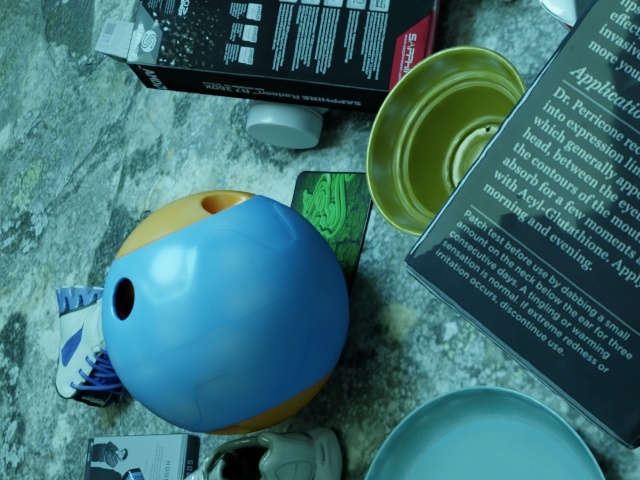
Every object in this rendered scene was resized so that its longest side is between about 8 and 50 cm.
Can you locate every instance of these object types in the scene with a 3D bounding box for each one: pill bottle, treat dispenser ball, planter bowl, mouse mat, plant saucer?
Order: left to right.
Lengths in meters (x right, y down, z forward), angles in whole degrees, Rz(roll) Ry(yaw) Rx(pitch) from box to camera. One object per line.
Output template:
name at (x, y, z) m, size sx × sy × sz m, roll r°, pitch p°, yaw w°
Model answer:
treat dispenser ball at (-0.110, 0.083, 1.155) m, size 0.288 × 0.288 × 0.288 m, roll -19°, pitch 62°, yaw 40°
pill bottle at (-0.034, -0.238, 1.325) m, size 0.119 × 0.119 × 0.208 m, roll -1°, pitch 74°, yaw 46°
mouse mat at (0.000, 0.000, 1.284) m, size 0.153 × 0.007 × 0.189 m, roll 5°, pitch 78°, yaw 47°
planter bowl at (0.160, -0.098, 1.091) m, size 0.217 × 0.090 × 0.217 m, roll -15°, pitch 67°, yaw 39°
plant saucer at (0.161, 0.305, 0.975) m, size 0.318 × 0.044 × 0.317 m, roll -18°, pitch 63°, yaw 40°

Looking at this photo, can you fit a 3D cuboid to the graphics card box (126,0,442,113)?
graphics card box at (-0.037, -0.290, 1.228) m, size 0.371 × 0.094 × 0.232 m, roll 7°, pitch 79°, yaw 8°

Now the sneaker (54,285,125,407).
sneaker at (-0.302, 0.157, 1.463) m, size 0.315 × 0.127 × 0.182 m, roll -11°, pitch 71°, yaw 51°

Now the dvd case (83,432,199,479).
dvd case at (-0.265, 0.368, 1.400) m, size 0.239 × 0.030 × 0.179 m, roll -12°, pitch 67°, yaw 42°

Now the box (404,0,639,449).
box at (0.294, -0.078, 0.757) m, size 0.212 × 0.293 × 0.395 m, roll 40°, pitch 105°, yaw 18°

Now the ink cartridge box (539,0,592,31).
ink cartridge box at (0.265, -0.201, 0.984) m, size 0.045 × 0.145 × 0.179 m, roll -13°, pitch 66°, yaw 37°

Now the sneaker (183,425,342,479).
sneaker at (-0.111, 0.295, 1.205) m, size 0.292 × 0.118 × 0.110 m, roll -34°, pitch 55°, yaw 34°

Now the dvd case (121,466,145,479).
dvd case at (-0.234, 0.454, 1.290) m, size 0.180 × 0.022 × 0.253 m, roll -56°, pitch 51°, yaw 33°

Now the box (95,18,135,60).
box at (-0.269, -0.317, 1.638) m, size 0.324 × 0.063 × 0.067 m, roll 21°, pitch 92°, yaw 48°
